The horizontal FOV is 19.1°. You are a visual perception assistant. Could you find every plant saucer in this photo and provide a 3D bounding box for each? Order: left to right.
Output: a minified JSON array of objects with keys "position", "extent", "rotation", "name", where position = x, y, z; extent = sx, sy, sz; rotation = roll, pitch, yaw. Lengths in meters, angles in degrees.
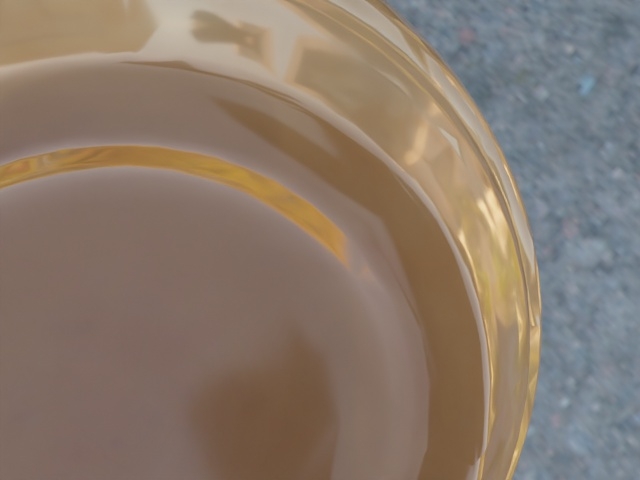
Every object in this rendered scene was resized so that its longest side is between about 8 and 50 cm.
[{"position":[-0.046,0.035,0.370],"extent":[0.200,0.037,0.200],"rotation":[-7,113,-16],"name":"plant saucer"}]
